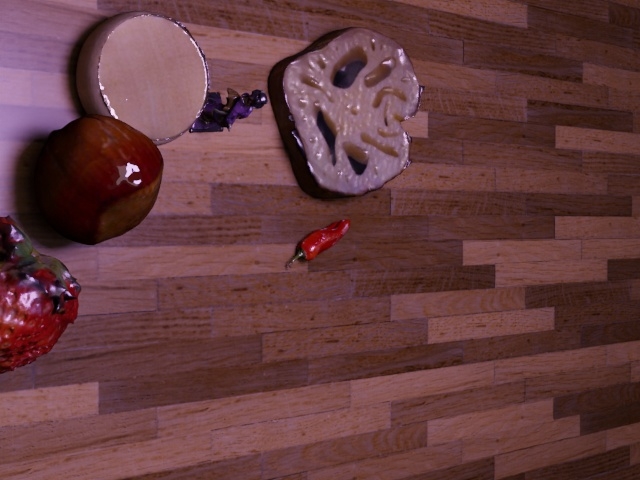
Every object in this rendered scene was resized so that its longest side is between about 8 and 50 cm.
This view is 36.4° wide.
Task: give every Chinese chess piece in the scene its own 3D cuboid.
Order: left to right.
[{"bbox_3d":[-0.326,-0.298,1.800,0.250,0.103,0.249,-2,93,-39],"label":"Chinese chess piece"}]

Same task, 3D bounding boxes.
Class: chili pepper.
[{"bbox_3d":[0.000,-0.001,2.106,0.191,0.059,0.050,-37,105,-31],"label":"chili pepper"}]

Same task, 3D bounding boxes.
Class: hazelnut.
[{"bbox_3d":[-0.391,-0.108,1.688,0.229,0.229,0.229,-1,92,-40],"label":"hazelnut"}]

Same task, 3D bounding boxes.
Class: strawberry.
[{"bbox_3d":[-0.548,0.112,1.559,0.288,0.250,0.238,-45,155,-6],"label":"strawberry"}]

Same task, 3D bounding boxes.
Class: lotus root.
[{"bbox_3d":[0.053,-0.280,2.117,0.375,0.111,0.390,27,77,-35],"label":"lotus root"}]

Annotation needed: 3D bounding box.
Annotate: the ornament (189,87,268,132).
[{"bbox_3d":[-0.162,-0.255,1.880,0.081,0.203,0.088,-13,97,-47],"label":"ornament"}]
